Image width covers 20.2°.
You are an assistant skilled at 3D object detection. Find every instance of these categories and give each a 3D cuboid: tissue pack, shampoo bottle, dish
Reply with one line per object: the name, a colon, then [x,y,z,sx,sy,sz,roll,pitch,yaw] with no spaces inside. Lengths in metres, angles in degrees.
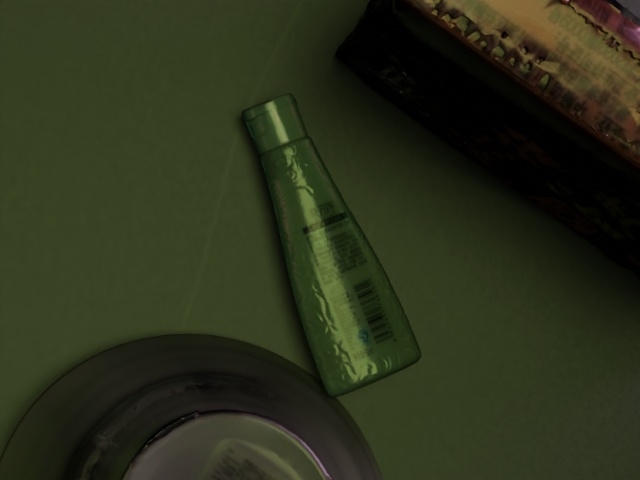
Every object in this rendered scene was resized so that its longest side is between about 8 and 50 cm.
tissue pack: [0.176,-0.072,1.072,0.332,0.245,0.123,35,83,-5]
shampoo bottle: [0.000,0.000,1.140,0.069,0.041,0.191,-22,90,-18]
dish: [-0.064,0.176,1.069,0.260,0.085,0.260,5,75,-20]
